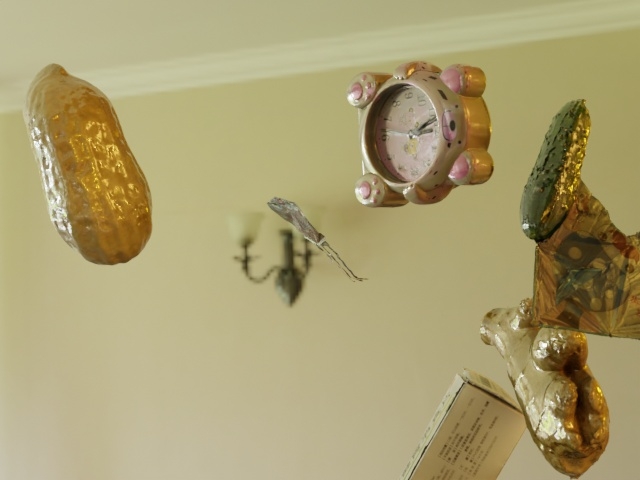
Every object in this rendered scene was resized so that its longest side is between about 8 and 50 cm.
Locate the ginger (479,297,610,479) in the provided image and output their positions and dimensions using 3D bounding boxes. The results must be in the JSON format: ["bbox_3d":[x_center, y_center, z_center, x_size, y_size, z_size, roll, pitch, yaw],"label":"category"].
[{"bbox_3d":[0.357,0.211,1.934,0.166,0.375,0.236,-34,-39,-6],"label":"ginger"}]

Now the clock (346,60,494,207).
[{"bbox_3d":[0.195,-0.211,2.299,0.114,0.284,0.309,-2,-3,-43],"label":"clock"}]

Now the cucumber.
[{"bbox_3d":[0.305,-0.096,1.504,0.069,0.227,0.069,18,-26,9],"label":"cucumber"}]

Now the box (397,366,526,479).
[{"bbox_3d":[0.248,0.414,2.178,0.145,0.333,0.173,29,0,1],"label":"box"}]

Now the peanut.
[{"bbox_3d":[-0.362,-0.122,1.805,0.158,0.340,0.174,-19,-3,8],"label":"peanut"}]

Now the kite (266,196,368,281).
[{"bbox_3d":[-0.002,0.002,2.065,0.229,0.016,0.127,43,-13,-16],"label":"kite"}]

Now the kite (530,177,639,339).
[{"bbox_3d":[0.397,0.016,1.547,0.314,0.335,0.011,-35,-5,-10],"label":"kite"}]
